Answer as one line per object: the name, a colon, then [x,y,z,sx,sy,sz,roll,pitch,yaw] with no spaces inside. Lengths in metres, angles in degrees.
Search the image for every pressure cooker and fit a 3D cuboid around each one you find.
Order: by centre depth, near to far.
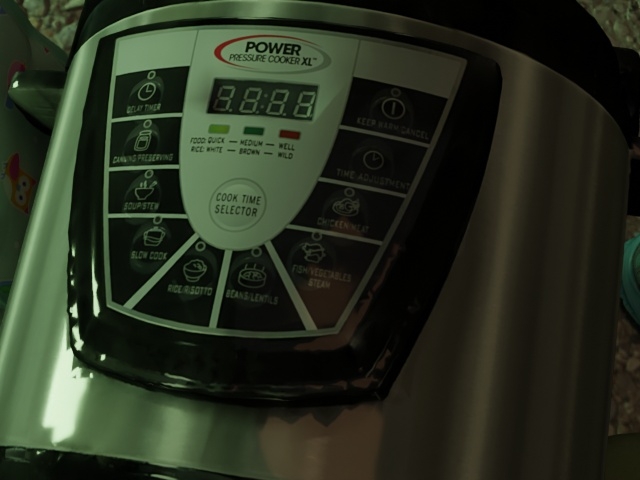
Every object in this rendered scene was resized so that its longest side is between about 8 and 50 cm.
pressure cooker: [-0.001,0.002,0.673,0.370,0.375,0.420,23,68,-33]

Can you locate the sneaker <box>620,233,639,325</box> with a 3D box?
sneaker: [0.378,0.092,0.960,0.104,0.125,0.262,-40,85,-25]

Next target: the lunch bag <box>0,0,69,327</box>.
lunch bag: [-0.322,-0.044,0.777,0.262,0.160,0.223,-6,68,17]

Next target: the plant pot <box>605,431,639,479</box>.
plant pot: [0.324,0.245,0.802,0.256,0.274,0.256,6,67,-15]
